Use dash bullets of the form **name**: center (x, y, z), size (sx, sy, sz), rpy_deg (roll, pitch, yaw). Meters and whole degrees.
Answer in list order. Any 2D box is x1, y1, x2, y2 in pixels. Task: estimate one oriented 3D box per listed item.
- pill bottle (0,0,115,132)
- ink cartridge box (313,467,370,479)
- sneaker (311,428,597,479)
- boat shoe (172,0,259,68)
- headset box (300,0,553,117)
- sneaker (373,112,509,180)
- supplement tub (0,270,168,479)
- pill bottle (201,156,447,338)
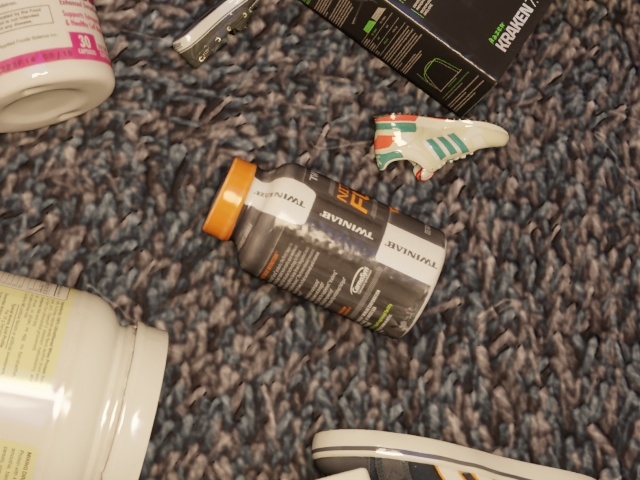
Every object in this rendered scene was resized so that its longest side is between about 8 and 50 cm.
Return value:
- **pill bottle**: center (-0.325, -0.270, 1.356), size (0.160, 0.160, 0.283), rpy_deg (-15, 81, -16)
- **ink cartridge box**: center (-0.047, 0.442, 1.224), size (0.279, 0.160, 0.385), rpy_deg (-11, 75, -22)
- **sneaker**: center (0.140, 0.282, 1.361), size (0.321, 0.126, 0.128), rpy_deg (14, 71, -10)
- **boat shoe**: center (-0.105, -0.248, 1.469), size (0.142, 0.049, 0.040), rpy_deg (-42, 108, -17)
- **headset box**: center (0.129, -0.331, 1.496), size (0.283, 0.131, 0.246), rpy_deg (36, 72, -3)
- **sneaker**: center (0.136, -0.104, 1.493), size (0.161, 0.057, 0.075), rpy_deg (4, 93, -14)
- **supplement tub**: center (-0.324, 0.142, 1.222), size (0.324, 0.235, 0.235), rpy_deg (15, 74, -10)
- **pill bottle**: center (0.000, 0.000, 1.389), size (0.245, 0.130, 0.130), rpy_deg (25, 73, -7)
